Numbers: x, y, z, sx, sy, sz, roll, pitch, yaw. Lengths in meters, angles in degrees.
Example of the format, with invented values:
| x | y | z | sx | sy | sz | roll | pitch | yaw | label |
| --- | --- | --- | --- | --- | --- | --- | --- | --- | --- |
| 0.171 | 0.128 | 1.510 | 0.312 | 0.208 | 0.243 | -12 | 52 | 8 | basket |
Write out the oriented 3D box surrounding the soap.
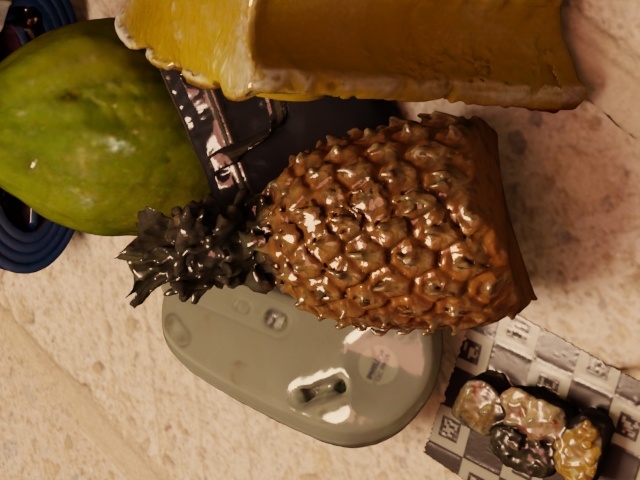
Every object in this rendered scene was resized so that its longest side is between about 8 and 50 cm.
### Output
| x | y | z | sx | sy | sz | roll | pitch | yaw | label |
| --- | --- | --- | --- | --- | --- | --- | --- | --- | --- |
| 0.027 | -0.204 | 1.280 | 0.304 | 0.339 | 0.169 | 32 | 118 | 57 | soap |

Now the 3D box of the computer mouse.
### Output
| x | y | z | sx | sy | sz | roll | pitch | yaw | label |
| --- | --- | --- | --- | --- | --- | --- | --- | --- | --- |
| -0.020 | 0.083 | 1.441 | 0.331 | 0.095 | 0.197 | 23 | 90 | 34 | computer mouse |

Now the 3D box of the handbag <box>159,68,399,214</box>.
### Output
| x | y | z | sx | sy | sz | roll | pitch | yaw | label |
| --- | --- | --- | --- | --- | --- | --- | --- | --- | --- |
| -0.044 | -0.143 | 1.377 | 0.211 | 0.089 | 0.254 | -22 | 89 | -1 | handbag |

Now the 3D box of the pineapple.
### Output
| x | y | z | sx | sy | sz | roll | pitch | yaw | label |
| --- | --- | --- | --- | --- | --- | --- | --- | --- | --- |
| 0.000 | 0.000 | 1.281 | 0.362 | 0.202 | 0.202 | -9 | 96 | 12 | pineapple |

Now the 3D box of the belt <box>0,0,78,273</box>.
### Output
| x | y | z | sx | sy | sz | roll | pitch | yaw | label |
| --- | --- | --- | --- | --- | --- | --- | --- | --- | --- |
| -0.366 | -0.137 | 1.579 | 0.117 | 0.212 | 0.346 | 13 | 112 | 36 | belt |

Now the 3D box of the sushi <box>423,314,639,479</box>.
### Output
| x | y | z | sx | sy | sz | roll | pitch | yaw | label |
| --- | --- | --- | --- | --- | --- | --- | --- | --- | --- |
| 0.194 | 0.185 | 1.335 | 0.215 | 0.050 | 0.192 | 30 | 116 | 28 | sushi |

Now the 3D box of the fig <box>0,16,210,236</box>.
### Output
| x | y | z | sx | sy | sz | roll | pitch | yaw | label |
| --- | --- | --- | --- | --- | --- | --- | --- | --- | --- |
| -0.227 | -0.126 | 1.434 | 0.233 | 0.314 | 0.233 | -10 | 68 | 26 | fig |
